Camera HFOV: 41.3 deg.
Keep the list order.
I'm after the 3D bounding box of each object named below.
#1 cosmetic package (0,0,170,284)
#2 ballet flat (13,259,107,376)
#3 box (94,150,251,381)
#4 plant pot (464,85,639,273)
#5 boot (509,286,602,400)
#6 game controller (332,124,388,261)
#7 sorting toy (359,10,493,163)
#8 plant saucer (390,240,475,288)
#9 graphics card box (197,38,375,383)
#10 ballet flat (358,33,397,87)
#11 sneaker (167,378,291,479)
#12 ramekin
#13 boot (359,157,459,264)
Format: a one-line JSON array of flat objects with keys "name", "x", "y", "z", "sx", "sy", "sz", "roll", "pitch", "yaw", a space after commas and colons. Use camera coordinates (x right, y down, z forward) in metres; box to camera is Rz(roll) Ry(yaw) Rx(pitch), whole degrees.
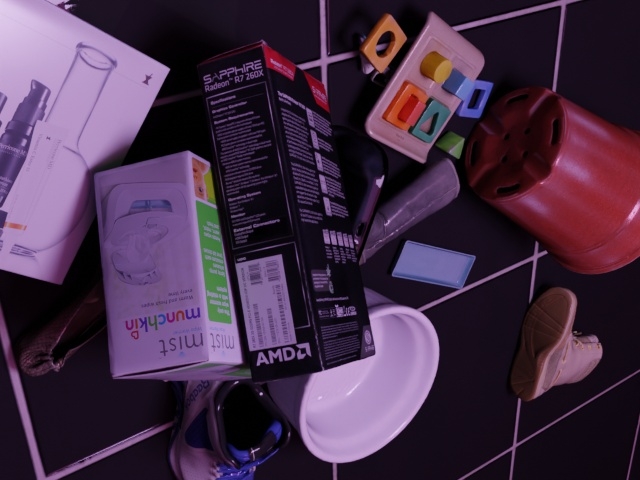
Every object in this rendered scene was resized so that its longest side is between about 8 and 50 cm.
[{"name": "cosmetic package", "x": -0.375, "y": -0.136, "z": 0.859, "sx": 0.377, "sy": 0.097, "sz": 0.284, "roll": 22, "pitch": 96, "yaw": -48}, {"name": "ballet flat", "x": -0.284, "y": 0.082, "z": 1.089, "sx": 0.250, "sy": 0.058, "sz": 0.084, "roll": -42, "pitch": 133, "yaw": -13}, {"name": "box", "x": -0.140, "y": 0.046, "z": 1.007, "sx": 0.262, "sy": 0.126, "sz": 0.231, "roll": 29, "pitch": 51, "yaw": -68}, {"name": "plant pot", "x": 0.399, "y": -0.112, "z": 1.417, "sx": 0.265, "sy": 0.272, "sz": 0.272, "roll": 23, "pitch": 98, "yaw": -35}, {"name": "boot", "x": 0.515, "y": 0.205, "z": 1.776, "sx": 0.203, "sy": 0.095, "sz": 0.262, "roll": -6, "pitch": 118, "yaw": -36}, {"name": "game controller", "x": 0.000, "y": 0.000, "z": 1.199, "sx": 0.067, "sy": 0.166, "sz": 0.319, "roll": 3, "pitch": 111, "yaw": -45}, {"name": "sorting toy", "x": 0.166, "y": -0.217, "z": 1.262, "sx": 0.347, "sy": 0.047, "sz": 0.196, "roll": 17, "pitch": 105, "yaw": -53}, {"name": "plant saucer", "x": 0.196, "y": 0.042, "z": 1.486, "sx": 0.192, "sy": 0.018, "sz": 0.067, "roll": 12, "pitch": 105, "yaw": -43}, {"name": "graphics card box", "x": -0.033, "y": -0.026, "z": 1.023, "sx": 0.233, "sy": 0.094, "sz": 0.371, "roll": 7, "pitch": 71, "yaw": -73}, {"name": "ballet flat", "x": 0.082, "y": -0.250, "z": 1.223, "sx": 0.114, "sy": 0.041, "sz": 0.041, "roll": 34, "pitch": 90, "yaw": -43}, {"name": "sneaker", "x": -0.135, "y": 0.297, "z": 1.240, "sx": 0.127, "sy": 0.182, "sz": 0.315, "roll": -19, "pitch": 124, "yaw": -29}, {"name": "ramekin", "x": 0.046, "y": 0.204, "z": 1.369, "sx": 0.277, "sy": 0.135, "sz": 0.277, "roll": -19, "pitch": 124, "yaw": -30}, {"name": "boot", "x": 0.123, "y": -0.060, "z": 1.300, "sx": 0.208, "sy": 0.076, "sz": 0.189, "roll": -30, "pitch": 159, "yaw": -9}]
